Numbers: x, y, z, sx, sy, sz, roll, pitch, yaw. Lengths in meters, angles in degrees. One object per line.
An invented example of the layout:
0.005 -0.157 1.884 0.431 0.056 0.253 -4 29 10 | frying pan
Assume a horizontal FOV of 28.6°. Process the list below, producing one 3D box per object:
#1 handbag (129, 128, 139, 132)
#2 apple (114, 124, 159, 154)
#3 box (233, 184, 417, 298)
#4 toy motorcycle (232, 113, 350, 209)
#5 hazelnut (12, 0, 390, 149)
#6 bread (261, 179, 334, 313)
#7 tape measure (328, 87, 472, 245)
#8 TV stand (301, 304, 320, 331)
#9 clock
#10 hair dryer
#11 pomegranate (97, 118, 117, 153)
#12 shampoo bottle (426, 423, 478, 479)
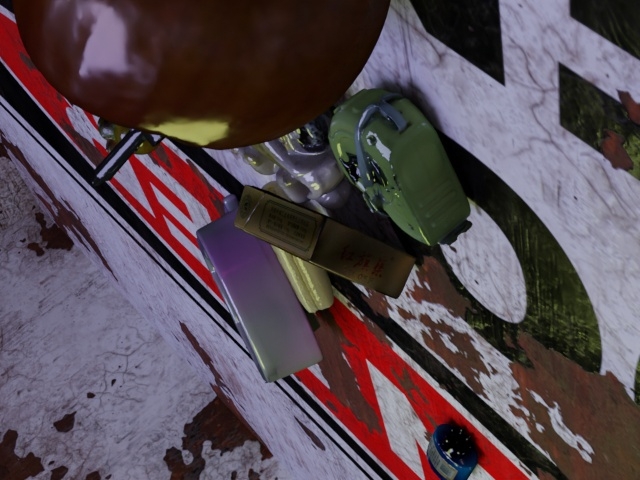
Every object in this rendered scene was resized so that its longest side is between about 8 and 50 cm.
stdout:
-0.267 -0.240 1.960 0.162 0.113 0.260 51 159 -22 | handbag
-0.326 -0.198 2.258 0.089 0.089 0.074 51 150 2 | apple
0.000 0.000 1.700 0.159 0.071 0.240 22 -179 -31 | box
-0.050 -0.132 1.602 0.223 0.108 0.340 50 168 -27 | toy motorcycle
-0.108 -0.258 1.129 0.366 0.366 0.366 46 164 18 | hazelnut
-0.040 0.012 1.926 0.139 0.060 0.178 -115 0 -50 | bread
0.075 -0.091 1.369 0.154 0.087 0.177 31 152 54 | tape measure
-0.091 0.115 2.384 0.256 0.040 0.049 26 151 51 | TV stand
-0.115 0.082 2.132 0.338 0.102 0.338 62 173 14 | clock
-0.343 -0.180 2.193 0.114 0.070 0.248 51 130 2 | hair dryer
-0.405 -0.216 2.450 0.073 0.084 0.073 36 159 16 | pomegranate
0.212 0.344 2.023 0.087 0.050 0.183 49 165 17 | shampoo bottle
